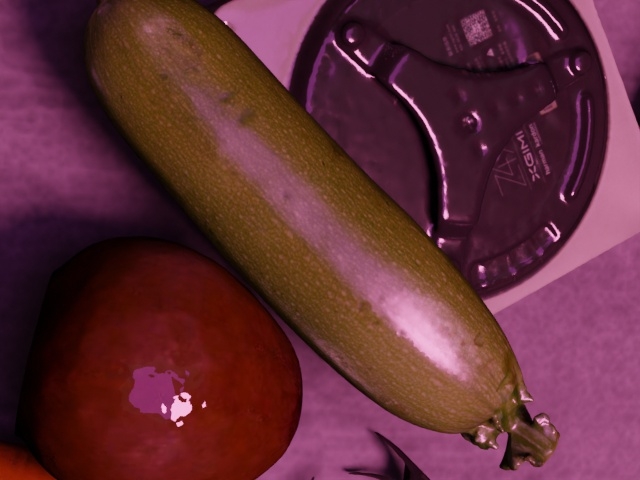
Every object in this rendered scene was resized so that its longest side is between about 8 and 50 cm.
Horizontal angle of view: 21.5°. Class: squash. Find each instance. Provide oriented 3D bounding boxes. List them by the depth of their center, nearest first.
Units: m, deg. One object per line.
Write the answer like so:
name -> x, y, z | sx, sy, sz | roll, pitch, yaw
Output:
squash -> 0.000, 0.000, 0.987 | 0.379, 0.101, 0.101 | 46, 76, -10

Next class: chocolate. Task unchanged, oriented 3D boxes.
chocolate -> -0.089, 0.078, 0.979 | 0.176, 0.176, 0.177 | -2, 96, -24

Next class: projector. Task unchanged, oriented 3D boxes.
projector -> 0.078, -0.077, 1.089 | 0.259, 0.079, 0.257 | -28, 105, -18

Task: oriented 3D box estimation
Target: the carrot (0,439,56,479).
carrot -> -0.217, 0.139, 0.993 | 0.336, 0.069, 0.069 | 22, 86, -20

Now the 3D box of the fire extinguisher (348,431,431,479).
fire extinguisher -> 0.014, 0.263, 1.102 | 0.089, 0.072, 0.268 | 25, 84, 13
